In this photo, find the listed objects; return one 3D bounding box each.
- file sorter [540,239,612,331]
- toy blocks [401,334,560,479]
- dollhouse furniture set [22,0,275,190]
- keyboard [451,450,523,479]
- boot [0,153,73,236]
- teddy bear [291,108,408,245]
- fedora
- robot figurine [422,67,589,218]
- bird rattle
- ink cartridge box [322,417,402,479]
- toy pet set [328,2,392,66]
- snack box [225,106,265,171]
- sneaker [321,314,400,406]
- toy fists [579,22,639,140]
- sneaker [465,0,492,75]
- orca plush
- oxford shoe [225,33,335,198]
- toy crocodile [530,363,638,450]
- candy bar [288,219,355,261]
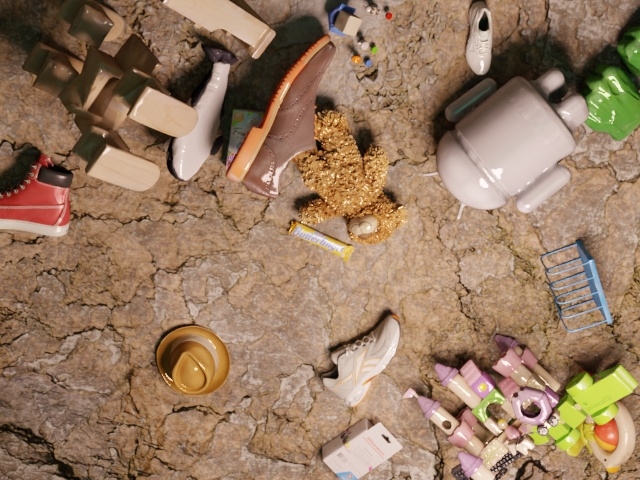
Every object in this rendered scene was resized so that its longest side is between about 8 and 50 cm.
[{"bbox_3d":[0.591,0.109,1.880,0.104,0.118,0.170,-20,110,10],"label":"file sorter"},{"bbox_3d":[0.372,0.366,1.883,0.260,0.309,0.288,43,107,7],"label":"toy blocks"},{"bbox_3d":[-0.325,-0.344,1.588,0.394,0.362,0.256,-50,145,15],"label":"dollhouse furniture set"},{"bbox_3d":[0.443,0.593,2.111,0.180,0.023,0.108,-36,108,13],"label":"keyboard"},{"bbox_3d":[-0.674,-0.114,1.781,0.244,0.088,0.176,7,110,-13],"label":"boot"},{"bbox_3d":[0.049,-0.125,1.780,0.245,0.113,0.338,-15,110,7],"label":"teddy bear"},{"bbox_3d":[-0.309,0.304,1.951,0.194,0.079,0.194,0,110,-1],"label":"fedora"},{"bbox_3d":[0.390,-0.204,1.707,0.353,0.200,0.300,-40,66,14],"label":"robot figurine"},{"bbox_3d":[0.702,0.442,1.974,0.143,0.207,0.253,8,121,-24],"label":"bird rattle"},{"bbox_3d":[0.106,0.526,2.055,0.181,0.061,0.104,-37,108,12],"label":"ink cartridge box"},{"bbox_3d":[0.071,-0.444,1.697,0.114,0.065,0.122,5,119,-41],"label":"toy pet set"},{"bbox_3d":[-0.151,-0.215,1.778,0.100,0.037,0.141,8,110,-6],"label":"snack box"},{"bbox_3d":[0.094,0.277,1.945,0.121,0.099,0.262,29,106,-7],"label":"sneaker"},{"bbox_3d":[0.660,-0.355,1.717,0.142,0.096,0.279,34,105,-23],"label":"toy fists"},{"bbox_3d":[0.335,-0.421,1.700,0.053,0.061,0.152,-7,112,-1],"label":"sneaker"},{"bbox_3d":[-0.279,-0.274,1.721,0.102,0.151,0.287,19,104,32],"label":"orca plush"},{"bbox_3d":[-0.054,-0.258,1.691,0.132,0.130,0.364,31,91,-8],"label":"oxford shoe"},{"bbox_3d":[0.607,0.395,1.927,0.115,0.105,0.340,43,128,5],"label":"toy crocodile"},{"bbox_3d":[0.000,0.000,1.875,0.161,0.018,0.040,25,108,-11],"label":"candy bar"}]
